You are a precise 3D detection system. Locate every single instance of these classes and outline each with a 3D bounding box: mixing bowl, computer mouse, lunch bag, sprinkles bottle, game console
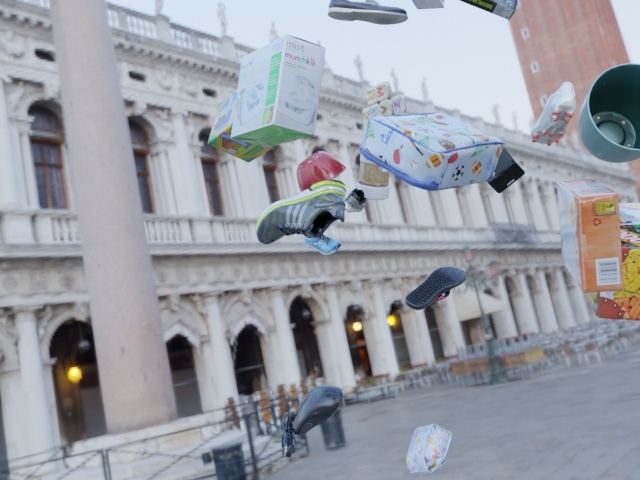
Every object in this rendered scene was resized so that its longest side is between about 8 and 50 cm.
[{"bbox_3d":[-0.013,-0.235,2.238,0.181,0.098,0.181,-33,11,7],"label":"mixing bowl"},{"bbox_3d":[-0.042,0.547,2.121,0.272,0.072,0.188,-43,20,21],"label":"computer mouse"},{"bbox_3d":[0.192,0.377,1.194,0.053,0.083,0.071,30,-29,-7],"label":"lunch bag"},{"bbox_3d":[0.201,-0.325,2.363,0.121,0.356,0.121,4,18,-1],"label":"sprinkles bottle"},{"bbox_3d":[0.251,-0.210,1.503,0.303,0.115,0.243,-10,34,-41],"label":"lunch bag"},{"bbox_3d":[0.653,-0.251,2.409,0.122,0.071,0.107,-41,-58,20],"label":"game console"}]

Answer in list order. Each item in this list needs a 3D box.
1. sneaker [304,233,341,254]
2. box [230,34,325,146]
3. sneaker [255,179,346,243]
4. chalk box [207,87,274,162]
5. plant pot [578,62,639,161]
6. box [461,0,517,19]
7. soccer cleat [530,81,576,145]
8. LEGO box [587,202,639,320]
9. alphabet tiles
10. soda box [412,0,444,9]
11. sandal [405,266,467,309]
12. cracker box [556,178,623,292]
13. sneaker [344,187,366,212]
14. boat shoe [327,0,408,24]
[{"bbox_3d":[0.000,0.000,2.333,0.162,0.073,0.063,14,49,37],"label":"sneaker"},{"bbox_3d":[-0.112,-0.380,1.738,0.126,0.231,0.262,9,-4,-31],"label":"box"},{"bbox_3d":[-0.057,-0.055,1.824,0.300,0.121,0.111,-28,-38,28],"label":"sneaker"},{"bbox_3d":[-0.234,-0.419,2.315,0.180,0.179,0.289,23,-24,-28],"label":"chalk box"},{"bbox_3d":[0.977,-0.384,2.168,0.293,0.293,0.235,-12,-15,0],"label":"plant pot"},{"bbox_3d":[0.453,-0.708,1.832,0.190,0.184,0.045,21,-30,-2],"label":"box"},{"bbox_3d":[0.510,-0.269,1.451,0.068,0.076,0.196,13,-16,4],"label":"soccer cleat"},{"bbox_3d":[0.912,0.044,1.800,0.372,0.193,0.500,2,16,14],"label":"LEGO box"},{"bbox_3d":[0.211,-0.364,2.164,0.021,0.284,0.278,-15,7,-22],"label":"alphabet tiles"},{"bbox_3d":[0.247,-0.622,1.600,0.073,0.069,0.216,3,1,20],"label":"soda box"},{"bbox_3d":[0.260,0.112,1.515,0.179,0.040,0.067,-30,44,-29],"label":"sandal"},{"bbox_3d":[0.458,-0.016,1.144,0.067,0.156,0.232,-6,10,12],"label":"cracker box"},{"bbox_3d":[0.127,-0.139,2.256,0.075,0.063,0.170,-46,-10,21],"label":"sneaker"},{"bbox_3d":[0.123,-0.595,1.699,0.206,0.065,0.075,6,-5,4],"label":"boat shoe"}]
